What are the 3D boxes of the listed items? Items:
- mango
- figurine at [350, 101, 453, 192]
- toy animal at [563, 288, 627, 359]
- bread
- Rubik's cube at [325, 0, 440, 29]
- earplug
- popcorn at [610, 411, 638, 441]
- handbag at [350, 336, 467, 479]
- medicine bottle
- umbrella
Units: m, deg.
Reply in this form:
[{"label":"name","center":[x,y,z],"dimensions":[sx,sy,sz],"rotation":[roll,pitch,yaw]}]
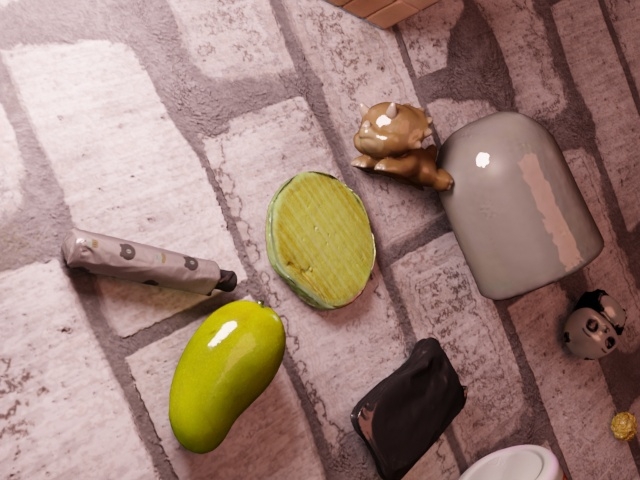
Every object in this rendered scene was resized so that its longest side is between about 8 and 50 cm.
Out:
[{"label":"mango","center":[-0.171,0.236,1.588],"dimensions":[0.175,0.143,0.293],"rotation":[44,65,-32]},{"label":"figurine","center":[0.181,-0.220,1.969],"dimensions":[0.247,0.177,0.172],"rotation":[15,88,-25]},{"label":"toy animal","center":[0.729,0.237,2.350],"dimensions":[0.166,0.138,0.179],"rotation":[45,48,-3]},{"label":"bread","center":[0.001,-0.006,1.851],"dimensions":[0.301,0.045,0.301],"rotation":[11,73,-41]},{"label":"Rubik's cube","center":[0.139,-0.645,2.003],"dimensions":[0.225,0.221,0.231],"rotation":[16,69,-37]},{"label":"earplug","center":[0.437,-0.097,2.072],"dimensions":[0.313,0.313,0.394],"rotation":[-33,99,-40]},{"label":"popcorn","center":[0.833,0.508,2.428],"dimensions":[0.083,0.057,0.082],"rotation":[28,56,-29]},{"label":"handbag","center":[0.198,0.356,1.910],"dimensions":[0.332,0.075,0.191],"rotation":[-38,105,-41]},{"label":"medicine bottle","center":[0.442,0.610,1.940],"dimensions":[0.252,0.253,0.240],"rotation":[-35,103,-40]},{"label":"umbrella","center":[-0.292,0.045,1.571],"dimensions":[0.337,0.067,0.073],"rotation":[16,27,-37]}]
